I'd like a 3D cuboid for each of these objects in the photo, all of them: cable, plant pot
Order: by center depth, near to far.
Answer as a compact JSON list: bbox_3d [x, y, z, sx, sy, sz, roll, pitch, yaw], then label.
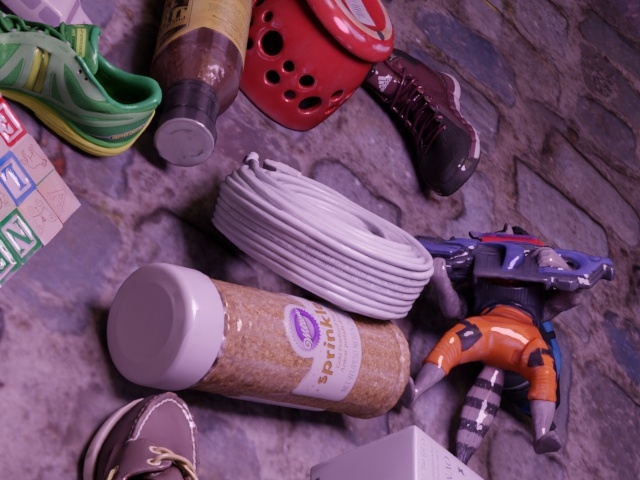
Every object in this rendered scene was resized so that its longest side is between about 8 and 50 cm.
[{"bbox_3d":[0.000,0.000,1.774,0.257,0.089,0.257,28,9,2],"label":"cable"},{"bbox_3d":[-0.009,-0.266,2.082,0.191,0.174,0.191,39,31,-28],"label":"plant pot"}]

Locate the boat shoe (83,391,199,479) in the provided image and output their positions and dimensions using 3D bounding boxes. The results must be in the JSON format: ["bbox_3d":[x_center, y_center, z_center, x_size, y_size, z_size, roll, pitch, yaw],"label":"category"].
[{"bbox_3d":[-0.153,0.242,1.391,0.116,0.096,0.324,43,30,-18],"label":"boat shoe"}]

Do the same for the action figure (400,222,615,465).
[{"bbox_3d":[0.178,0.102,1.975,0.341,0.178,0.330,11,43,12],"label":"action figure"}]

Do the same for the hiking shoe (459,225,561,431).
[{"bbox_3d":[0.261,0.113,2.155,0.132,0.113,0.304,57,24,-37],"label":"hiking shoe"}]

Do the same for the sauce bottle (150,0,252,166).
[{"bbox_3d":[-0.144,-0.219,1.894,0.111,0.111,0.344,38,31,-25],"label":"sauce bottle"}]

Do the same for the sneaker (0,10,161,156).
[{"bbox_3d":[-0.289,-0.195,1.643,0.295,0.123,0.109,27,38,-38],"label":"sneaker"}]

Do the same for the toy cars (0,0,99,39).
[{"bbox_3d":[-0.354,-0.352,1.757,0.176,0.087,0.394,-5,62,-57],"label":"toy cars"}]

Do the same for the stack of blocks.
[{"bbox_3d":[-0.346,-0.021,1.383,0.171,0.087,0.297,56,28,-13],"label":"stack of blocks"}]

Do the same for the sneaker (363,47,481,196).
[{"bbox_3d":[0.129,-0.182,2.281,0.162,0.106,0.281,32,25,-25],"label":"sneaker"}]

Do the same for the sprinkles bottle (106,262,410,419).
[{"bbox_3d":[-0.056,0.110,1.654,0.355,0.121,0.121,16,46,-49],"label":"sprinkles bottle"}]

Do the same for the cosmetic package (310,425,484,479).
[{"bbox_3d":[0.107,0.342,1.556,0.224,0.138,0.224,41,36,-36],"label":"cosmetic package"}]
